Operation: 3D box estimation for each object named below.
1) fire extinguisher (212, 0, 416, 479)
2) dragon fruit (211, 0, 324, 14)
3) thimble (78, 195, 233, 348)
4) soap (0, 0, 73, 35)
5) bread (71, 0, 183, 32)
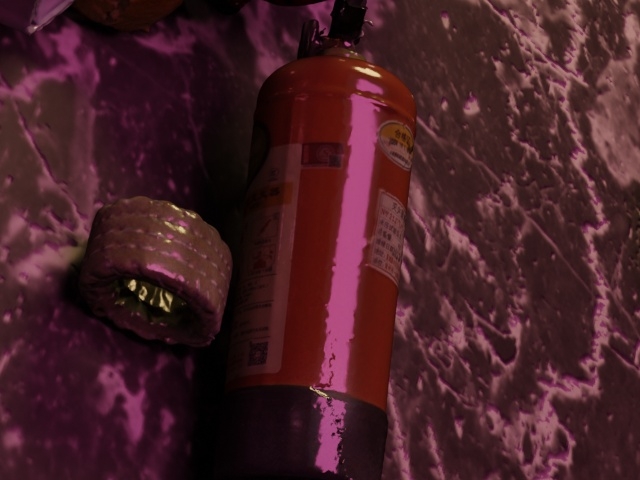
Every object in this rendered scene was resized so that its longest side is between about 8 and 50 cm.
[{"bbox_3d":[-0.009,-0.003,1.254,0.113,0.200,0.376,13,71,-20],"label":"fire extinguisher"},{"bbox_3d":[0.007,-0.202,1.300,0.192,0.122,0.092,-3,34,-13],"label":"dragon fruit"},{"bbox_3d":[-0.104,0.024,1.177,0.110,0.084,0.062,44,44,-40],"label":"thimble"},{"bbox_3d":[-0.179,-0.359,1.200,0.261,0.156,0.446,24,50,-10],"label":"soap"},{"bbox_3d":[-0.144,-0.225,1.285,0.117,0.064,0.156,39,44,-32],"label":"bread"}]
